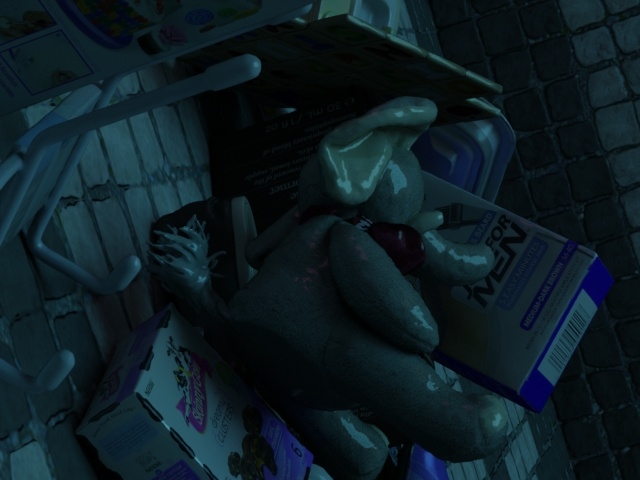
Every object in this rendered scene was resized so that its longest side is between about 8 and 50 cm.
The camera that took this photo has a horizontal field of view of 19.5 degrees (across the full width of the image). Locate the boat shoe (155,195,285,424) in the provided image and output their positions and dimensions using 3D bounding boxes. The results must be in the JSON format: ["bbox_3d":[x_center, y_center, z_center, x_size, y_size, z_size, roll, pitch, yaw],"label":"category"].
[{"bbox_3d":[-0.094,0.121,1.769,0.112,0.095,0.335,59,23,-70],"label":"boat shoe"}]

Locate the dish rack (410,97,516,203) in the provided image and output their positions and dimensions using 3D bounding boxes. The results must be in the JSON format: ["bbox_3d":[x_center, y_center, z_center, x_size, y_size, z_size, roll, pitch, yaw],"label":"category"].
[{"bbox_3d":[0.088,-0.118,2.306,0.072,0.285,0.333,-52,168,-23],"label":"dish rack"}]

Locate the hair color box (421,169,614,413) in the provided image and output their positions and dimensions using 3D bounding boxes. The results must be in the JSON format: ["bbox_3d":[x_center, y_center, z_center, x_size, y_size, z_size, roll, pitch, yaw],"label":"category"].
[{"bbox_3d":[0.144,0.039,2.157,0.185,0.339,0.110,-60,152,-7],"label":"hair color box"}]

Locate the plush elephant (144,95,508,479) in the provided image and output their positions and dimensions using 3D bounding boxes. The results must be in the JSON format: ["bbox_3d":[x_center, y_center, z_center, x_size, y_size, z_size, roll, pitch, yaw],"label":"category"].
[{"bbox_3d":[0.037,0.026,1.648,0.330,0.272,0.255,40,64,-5],"label":"plush elephant"}]

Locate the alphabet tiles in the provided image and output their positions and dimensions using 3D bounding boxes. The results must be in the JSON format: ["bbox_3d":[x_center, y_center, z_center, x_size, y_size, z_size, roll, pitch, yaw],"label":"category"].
[{"bbox_3d":[0.018,-0.180,2.005,0.342,0.285,0.011,20,73,-38],"label":"alphabet tiles"}]

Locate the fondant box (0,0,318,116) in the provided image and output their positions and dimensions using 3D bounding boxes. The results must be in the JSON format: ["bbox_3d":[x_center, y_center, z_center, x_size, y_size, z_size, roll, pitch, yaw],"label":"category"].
[{"bbox_3d":[-0.190,-0.220,1.278,0.238,0.330,0.096,57,21,-48],"label":"fondant box"}]

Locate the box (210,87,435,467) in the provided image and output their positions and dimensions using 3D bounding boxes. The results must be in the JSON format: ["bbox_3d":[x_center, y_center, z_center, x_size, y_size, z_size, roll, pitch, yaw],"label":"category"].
[{"bbox_3d":[0.001,0.041,1.980,0.143,0.191,0.381,54,23,-52],"label":"box"}]

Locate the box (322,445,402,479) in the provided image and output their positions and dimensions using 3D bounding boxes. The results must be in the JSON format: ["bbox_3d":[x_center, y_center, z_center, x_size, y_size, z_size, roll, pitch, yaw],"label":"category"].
[{"bbox_3d":[0.023,0.190,2.148,0.270,0.060,0.216,47,29,-59],"label":"box"}]

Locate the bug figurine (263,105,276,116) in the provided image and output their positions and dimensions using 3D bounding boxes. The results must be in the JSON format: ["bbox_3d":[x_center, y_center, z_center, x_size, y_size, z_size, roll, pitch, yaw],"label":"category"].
[{"bbox_3d":[-0.080,-0.299,2.300,0.216,0.072,0.279,-3,77,-75],"label":"bug figurine"}]

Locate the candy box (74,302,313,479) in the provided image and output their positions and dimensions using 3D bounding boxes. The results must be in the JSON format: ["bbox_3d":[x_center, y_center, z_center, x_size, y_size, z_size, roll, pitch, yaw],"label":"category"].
[{"bbox_3d":[-0.102,0.173,1.570,0.196,0.070,0.165,49,22,-15],"label":"candy box"}]

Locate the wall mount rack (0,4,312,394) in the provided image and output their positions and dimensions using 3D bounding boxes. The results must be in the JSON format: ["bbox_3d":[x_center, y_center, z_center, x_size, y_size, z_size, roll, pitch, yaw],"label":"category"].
[{"bbox_3d":[-0.147,-0.060,1.366,0.130,0.304,0.350,30,21,-2],"label":"wall mount rack"}]

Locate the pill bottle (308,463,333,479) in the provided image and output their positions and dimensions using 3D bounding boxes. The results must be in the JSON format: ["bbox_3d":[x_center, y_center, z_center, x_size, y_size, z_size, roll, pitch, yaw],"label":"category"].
[{"bbox_3d":[-0.022,0.287,1.813,0.152,0.086,0.086,-82,151,-59],"label":"pill bottle"}]

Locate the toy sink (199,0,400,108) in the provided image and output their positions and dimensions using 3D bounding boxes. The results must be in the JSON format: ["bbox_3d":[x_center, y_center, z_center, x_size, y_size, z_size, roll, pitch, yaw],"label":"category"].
[{"bbox_3d":[0.000,-0.237,2.094,0.153,0.234,0.131,25,71,-51],"label":"toy sink"}]

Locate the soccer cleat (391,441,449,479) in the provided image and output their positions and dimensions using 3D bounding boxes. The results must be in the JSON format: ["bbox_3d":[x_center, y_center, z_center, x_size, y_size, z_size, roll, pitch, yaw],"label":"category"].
[{"bbox_3d":[0.147,0.370,2.140,0.108,0.116,0.318,-29,118,-66],"label":"soccer cleat"}]
